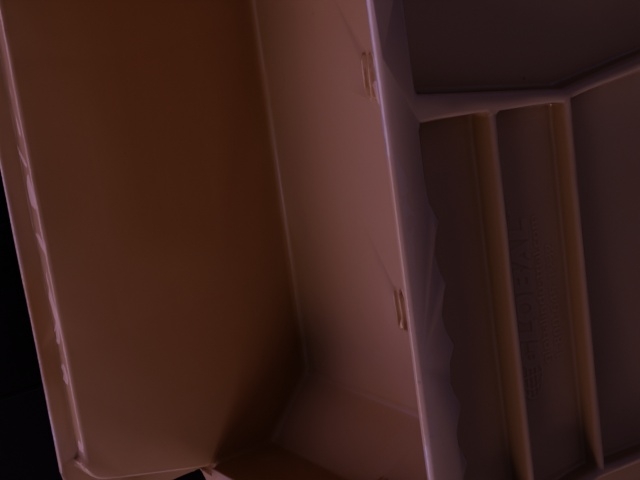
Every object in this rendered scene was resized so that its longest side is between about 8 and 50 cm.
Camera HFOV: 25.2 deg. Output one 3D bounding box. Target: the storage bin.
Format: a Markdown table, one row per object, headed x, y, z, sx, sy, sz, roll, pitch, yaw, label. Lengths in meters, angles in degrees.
| x | y | z | sx | sy | sz | roll | pitch | yaw | label |
| --- | --- | --- | --- | --- | --- | --- | --- | --- | --- |
| 0.000 | 0.000 | 0.476 | 0.262 | 0.123 | 0.260 | 14 | 116 | 55 | storage bin |
